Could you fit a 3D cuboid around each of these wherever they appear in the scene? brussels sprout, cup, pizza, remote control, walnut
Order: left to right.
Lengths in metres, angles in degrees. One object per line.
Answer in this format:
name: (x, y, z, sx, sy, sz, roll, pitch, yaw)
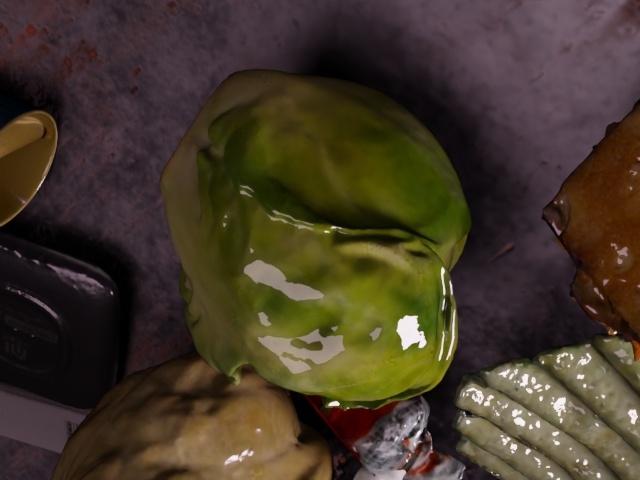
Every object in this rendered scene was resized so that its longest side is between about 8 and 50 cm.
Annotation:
cup: (-0.352, -0.091, 1.705, 0.155, 0.131, 0.176, 32, 152, 17)
remote control: (-0.325, 0.182, 1.889, 0.261, 0.029, 0.067, 12, 121, 27)
walnut: (-0.115, 0.255, 1.648, 0.282, 0.277, 0.253, 48, 149, 3)
brussels sprout: (0.000, 0.000, 1.450, 0.294, 0.259, 0.227, 45, 128, -1)
pizza: (0.300, -0.004, 1.266, 0.277, 0.114, 0.409, -12, 72, 30)

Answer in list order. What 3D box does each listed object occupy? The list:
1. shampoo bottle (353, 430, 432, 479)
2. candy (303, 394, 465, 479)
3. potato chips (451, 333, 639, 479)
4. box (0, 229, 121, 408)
shampoo bottle: (0.052, 0.232, 1.615, 0.045, 0.152, 0.077, 19, 126, 19)
candy: (0.026, 0.126, 1.596, 0.086, 0.059, 0.292, -46, 65, 13)
potato chips: (0.281, 0.224, 1.444, 0.389, 0.097, 0.373, 38, 148, 12)
box: (-0.298, 0.076, 1.786, 0.212, 0.042, 0.201, 21, 134, 15)
